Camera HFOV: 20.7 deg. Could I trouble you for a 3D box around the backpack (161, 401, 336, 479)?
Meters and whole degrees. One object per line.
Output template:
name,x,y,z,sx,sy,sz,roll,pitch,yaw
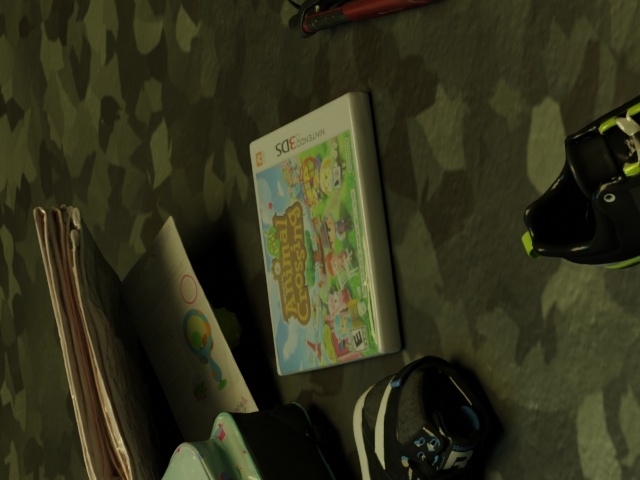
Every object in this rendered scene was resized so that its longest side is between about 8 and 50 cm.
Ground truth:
backpack,-0.063,0.255,1.502,0.166,0.144,0.188,57,144,34

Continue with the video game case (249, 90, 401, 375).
video game case,0.000,0.000,1.473,0.193,0.023,0.212,-20,76,62

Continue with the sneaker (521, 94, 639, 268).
sneaker,0.194,-0.044,1.017,0.234,0.097,0.084,-55,47,50

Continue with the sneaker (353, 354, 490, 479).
sneaker,0.083,0.190,1.278,0.121,0.079,0.217,-47,51,56

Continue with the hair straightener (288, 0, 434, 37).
hair straightener,0.025,-0.215,1.388,0.230,0.047,0.089,174,92,-67

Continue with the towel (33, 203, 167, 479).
towel,-0.194,0.160,1.696,0.332,0.053,0.317,79,176,-69

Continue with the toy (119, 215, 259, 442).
toy,-0.106,0.109,1.654,0.137,0.056,0.237,-48,57,47
